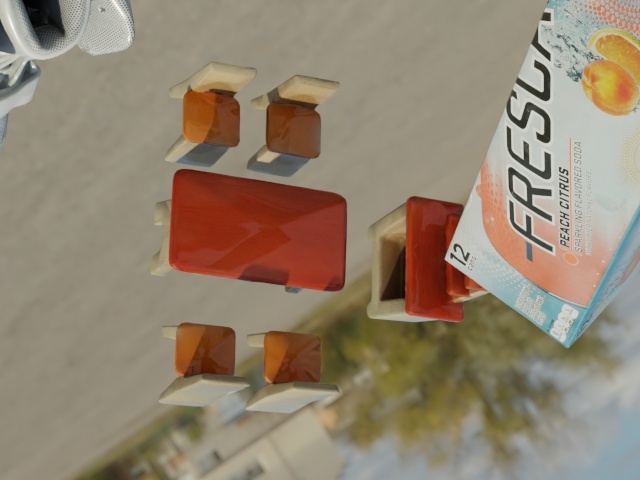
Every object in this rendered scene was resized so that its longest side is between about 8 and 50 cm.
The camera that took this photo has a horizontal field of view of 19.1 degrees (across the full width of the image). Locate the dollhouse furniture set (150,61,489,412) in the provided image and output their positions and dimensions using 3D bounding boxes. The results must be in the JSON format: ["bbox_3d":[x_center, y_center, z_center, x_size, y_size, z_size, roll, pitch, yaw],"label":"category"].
[{"bbox_3d":[0.000,0.000,1.521,0.259,0.262,0.135,8,165,-25],"label":"dollhouse furniture set"}]

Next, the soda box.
[{"bbox_3d":[0.100,-0.047,0.632,0.063,0.058,0.183,-42,160,-36],"label":"soda box"}]

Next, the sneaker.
[{"bbox_3d":[-0.245,-0.132,1.353,0.137,0.210,0.365,-22,136,-32],"label":"sneaker"}]
